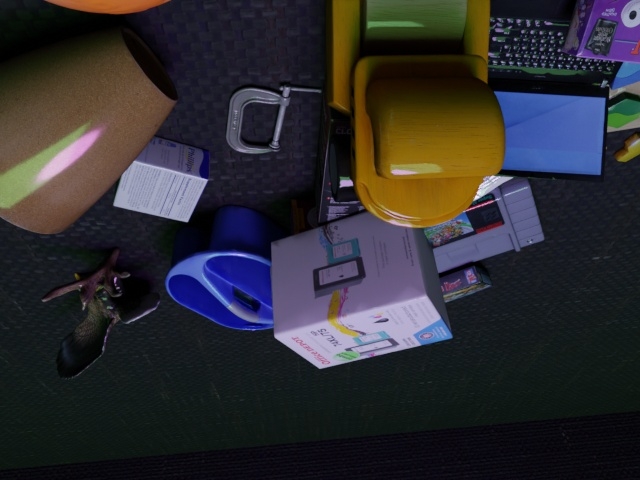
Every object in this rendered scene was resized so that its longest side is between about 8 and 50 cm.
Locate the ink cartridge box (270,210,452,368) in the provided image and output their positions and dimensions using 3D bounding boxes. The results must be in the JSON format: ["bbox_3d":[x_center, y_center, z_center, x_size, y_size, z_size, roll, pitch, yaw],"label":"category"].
[{"bbox_3d":[0.071,0.089,0.978,0.270,0.197,0.198,-18,145,18],"label":"ink cartridge box"}]

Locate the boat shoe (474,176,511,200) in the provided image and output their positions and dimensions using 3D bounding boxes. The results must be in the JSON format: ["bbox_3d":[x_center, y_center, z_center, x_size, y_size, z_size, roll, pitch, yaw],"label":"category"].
[{"bbox_3d":[0.317,-0.131,1.016,0.184,0.066,0.063,-31,105,38],"label":"boat shoe"}]

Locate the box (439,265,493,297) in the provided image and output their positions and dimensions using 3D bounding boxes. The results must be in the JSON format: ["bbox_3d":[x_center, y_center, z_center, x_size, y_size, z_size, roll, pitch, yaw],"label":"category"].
[{"bbox_3d":[0.300,0.129,1.338,0.233,0.044,0.159,-24,162,24],"label":"box"}]

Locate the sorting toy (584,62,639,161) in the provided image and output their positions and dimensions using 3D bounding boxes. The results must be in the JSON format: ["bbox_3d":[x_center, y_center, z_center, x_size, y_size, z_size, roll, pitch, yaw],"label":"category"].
[{"bbox_3d":[0.561,-0.233,0.923,0.229,0.041,0.307,-12,144,7],"label":"sorting toy"}]

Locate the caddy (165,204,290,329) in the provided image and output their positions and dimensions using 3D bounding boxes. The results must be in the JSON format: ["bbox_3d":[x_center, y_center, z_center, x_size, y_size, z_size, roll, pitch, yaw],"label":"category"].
[{"bbox_3d":[-0.166,0.084,1.137,0.241,0.179,0.341,-24,141,24],"label":"caddy"}]

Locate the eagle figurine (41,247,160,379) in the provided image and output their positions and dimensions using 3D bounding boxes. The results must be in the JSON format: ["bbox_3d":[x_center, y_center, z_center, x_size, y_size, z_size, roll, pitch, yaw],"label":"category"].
[{"bbox_3d":[-0.484,0.160,1.197,0.226,0.225,0.298,-3,135,-22],"label":"eagle figurine"}]

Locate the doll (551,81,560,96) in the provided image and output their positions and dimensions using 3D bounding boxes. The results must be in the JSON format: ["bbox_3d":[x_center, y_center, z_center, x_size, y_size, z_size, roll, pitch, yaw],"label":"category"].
[{"bbox_3d":[0.328,-0.195,0.930,0.189,0.046,0.129,-24,121,27],"label":"doll"}]

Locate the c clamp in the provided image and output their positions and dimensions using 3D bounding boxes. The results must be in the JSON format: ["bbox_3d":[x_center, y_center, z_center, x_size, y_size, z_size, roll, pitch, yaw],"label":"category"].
[{"bbox_3d":[-0.087,-0.198,0.888,0.137,0.022,0.160,7,142,-18],"label":"c clamp"}]

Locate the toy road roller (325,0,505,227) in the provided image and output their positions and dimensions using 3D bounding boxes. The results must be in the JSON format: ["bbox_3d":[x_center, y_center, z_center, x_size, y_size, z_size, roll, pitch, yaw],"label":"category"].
[{"bbox_3d":[0.121,-0.181,0.658,0.202,0.240,0.329,-2,100,-6],"label":"toy road roller"}]

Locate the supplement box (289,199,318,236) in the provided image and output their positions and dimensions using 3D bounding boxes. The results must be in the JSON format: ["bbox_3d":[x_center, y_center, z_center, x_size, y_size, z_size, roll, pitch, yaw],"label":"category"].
[{"bbox_3d":[0.034,-0.021,1.083,0.188,0.104,0.081,-1,145,-8],"label":"supplement box"}]

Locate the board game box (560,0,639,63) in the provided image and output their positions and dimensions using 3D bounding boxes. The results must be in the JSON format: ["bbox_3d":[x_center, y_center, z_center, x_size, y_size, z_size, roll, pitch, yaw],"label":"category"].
[{"bbox_3d":[0.513,-0.335,0.702,0.347,0.056,0.208,1,122,-10],"label":"board game box"}]

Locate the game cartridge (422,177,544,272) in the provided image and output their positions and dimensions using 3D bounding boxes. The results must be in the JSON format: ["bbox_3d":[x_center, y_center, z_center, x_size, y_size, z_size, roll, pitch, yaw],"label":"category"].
[{"bbox_3d":[0.296,-0.012,1.179,0.355,0.068,0.230,-20,146,19],"label":"game cartridge"}]

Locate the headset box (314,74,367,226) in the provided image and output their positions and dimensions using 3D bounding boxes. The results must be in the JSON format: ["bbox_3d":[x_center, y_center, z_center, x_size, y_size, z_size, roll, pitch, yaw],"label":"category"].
[{"bbox_3d":[0.107,-0.153,0.906,0.218,0.110,0.293,-2,144,-6],"label":"headset box"}]

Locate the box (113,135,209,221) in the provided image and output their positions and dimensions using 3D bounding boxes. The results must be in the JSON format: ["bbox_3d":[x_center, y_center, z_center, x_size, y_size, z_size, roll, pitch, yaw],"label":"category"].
[{"bbox_3d":[-0.279,-0.109,0.940,0.137,0.072,0.126,14,140,-24],"label":"box"}]

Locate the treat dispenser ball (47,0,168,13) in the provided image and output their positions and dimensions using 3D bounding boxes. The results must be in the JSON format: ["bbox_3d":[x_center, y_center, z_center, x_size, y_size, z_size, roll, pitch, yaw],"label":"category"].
[{"bbox_3d":[-0.195,-0.344,0.441,0.288,0.288,0.288,-4,144,-3],"label":"treat dispenser ball"}]

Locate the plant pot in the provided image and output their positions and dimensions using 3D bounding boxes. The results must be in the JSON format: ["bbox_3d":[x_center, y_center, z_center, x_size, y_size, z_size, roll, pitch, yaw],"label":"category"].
[{"bbox_3d":[-0.337,-0.175,0.741,0.254,0.237,0.237,-32,140,8],"label":"plant pot"}]

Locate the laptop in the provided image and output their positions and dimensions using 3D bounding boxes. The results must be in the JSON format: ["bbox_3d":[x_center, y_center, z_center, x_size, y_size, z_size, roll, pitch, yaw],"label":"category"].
[{"bbox_3d":[0.344,-0.230,0.787,0.234,0.136,0.264,3,144,0],"label":"laptop"}]
